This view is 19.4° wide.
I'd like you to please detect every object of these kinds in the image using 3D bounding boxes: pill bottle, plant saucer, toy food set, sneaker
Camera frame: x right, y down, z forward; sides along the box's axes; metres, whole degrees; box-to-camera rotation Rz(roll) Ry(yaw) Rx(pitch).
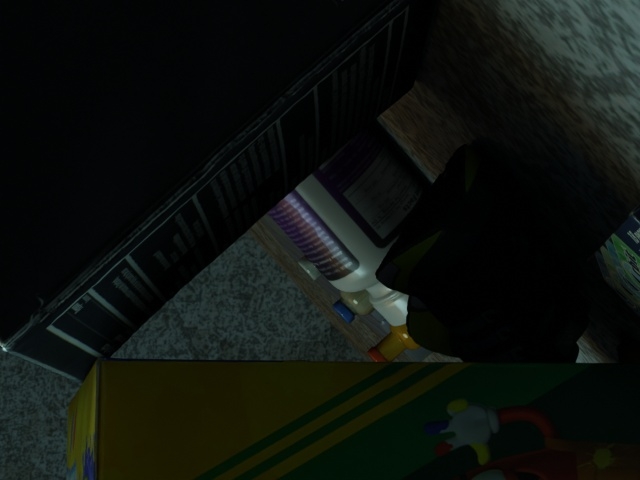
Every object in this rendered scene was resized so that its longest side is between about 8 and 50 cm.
[{"bbox_3d":[0.024,-0.028,1.489,0.193,0.108,0.108,49,175,-12],"label":"pill bottle"},{"bbox_3d":[0.234,0.103,1.290,0.083,0.013,0.083,47,175,6],"label":"plant saucer"},{"bbox_3d":[0.038,0.017,1.725,0.111,0.104,0.232,44,174,36],"label":"toy food set"},{"bbox_3d":[0.123,0.028,1.260,0.121,0.111,0.300,30,173,18],"label":"sneaker"}]

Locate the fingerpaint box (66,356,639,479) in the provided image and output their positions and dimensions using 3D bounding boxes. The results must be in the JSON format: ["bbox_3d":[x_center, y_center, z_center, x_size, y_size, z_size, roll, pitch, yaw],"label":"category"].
[{"bbox_3d":[0.031,0.162,1.166,0.445,0.371,0.163,137,133,-78],"label":"fingerpaint box"}]

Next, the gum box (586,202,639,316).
[{"bbox_3d":[0.215,0.052,0.902,0.184,0.041,0.157,46,175,7],"label":"gum box"}]

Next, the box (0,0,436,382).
[{"bbox_3d":[-0.103,-0.085,1.061,0.183,0.294,0.296,47,174,5],"label":"box"}]

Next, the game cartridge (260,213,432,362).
[{"bbox_3d":[0.000,0.000,2.201,0.230,0.068,0.355,54,173,-26],"label":"game cartridge"}]
